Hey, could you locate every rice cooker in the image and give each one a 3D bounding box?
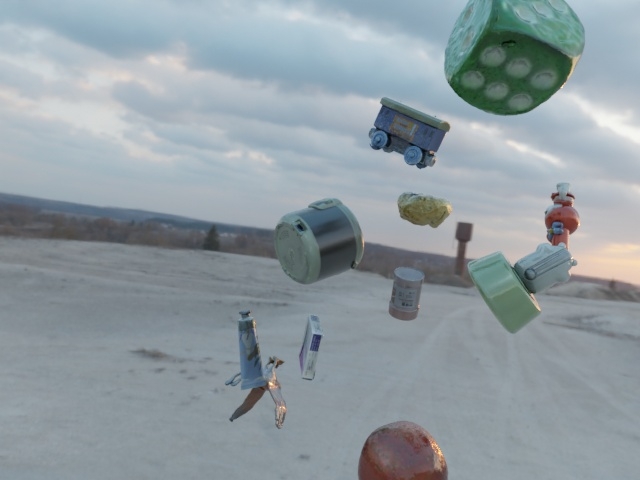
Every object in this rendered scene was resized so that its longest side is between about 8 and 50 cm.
[{"bbox_3d":[0.000,0.000,2.246,0.326,0.334,0.335,-19,14,-31],"label":"rice cooker"}]

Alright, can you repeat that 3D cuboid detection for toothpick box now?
[{"bbox_3d":[0.278,0.172,1.713,0.099,0.148,0.098,4,23,-2],"label":"toothpick box"}]

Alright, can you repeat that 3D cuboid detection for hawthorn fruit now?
[{"bbox_3d":[0.252,0.700,1.584,0.276,0.275,0.300,8,11,-16],"label":"hawthorn fruit"}]

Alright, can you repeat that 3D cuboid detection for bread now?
[{"bbox_3d":[0.436,-0.131,2.249,0.245,0.134,0.244,10,12,-2],"label":"bread"}]

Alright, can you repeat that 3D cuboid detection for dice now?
[{"bbox_3d":[0.550,-0.563,1.541,0.297,0.299,0.287,19,-33,-15],"label":"dice"}]

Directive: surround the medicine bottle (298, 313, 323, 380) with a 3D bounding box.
[{"bbox_3d":[-0.037,0.412,2.055,0.052,0.200,0.171,9,18,-10],"label":"medicine bottle"}]

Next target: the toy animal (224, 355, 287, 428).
[{"bbox_3d":[-0.254,0.566,2.133,0.225,0.284,0.302,-2,33,26],"label":"toy animal"}]

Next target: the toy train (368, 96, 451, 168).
[{"bbox_3d":[0.323,-0.397,1.969,0.300,0.201,0.131,32,18,30],"label":"toy train"}]

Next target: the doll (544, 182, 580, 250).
[{"bbox_3d":[0.948,-0.079,2.077,0.130,0.290,0.161,5,-12,24],"label":"doll"}]

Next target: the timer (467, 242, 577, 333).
[{"bbox_3d":[0.718,0.125,1.825,0.315,0.290,0.291,-34,-15,17],"label":"timer"}]

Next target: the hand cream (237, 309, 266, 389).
[{"bbox_3d":[-0.245,0.377,1.833,0.091,0.271,0.058,-6,-1,-25],"label":"hand cream"}]
